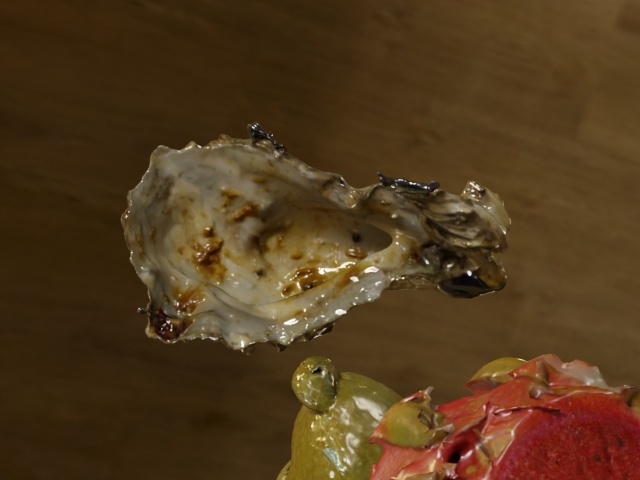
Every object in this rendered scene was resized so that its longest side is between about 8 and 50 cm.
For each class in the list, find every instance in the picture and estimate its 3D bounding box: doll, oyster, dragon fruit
[{"bbox_3d":[0.028,0.140,0.925,0.097,0.137,0.209,-29,-22,6],"label":"doll"},{"bbox_3d":[-0.001,-0.008,1.474,0.337,0.133,0.197,-6,-89,1],"label":"oyster"},{"bbox_3d":[0.077,0.109,0.628,0.150,0.207,0.133,-25,-83,11],"label":"dragon fruit"}]
